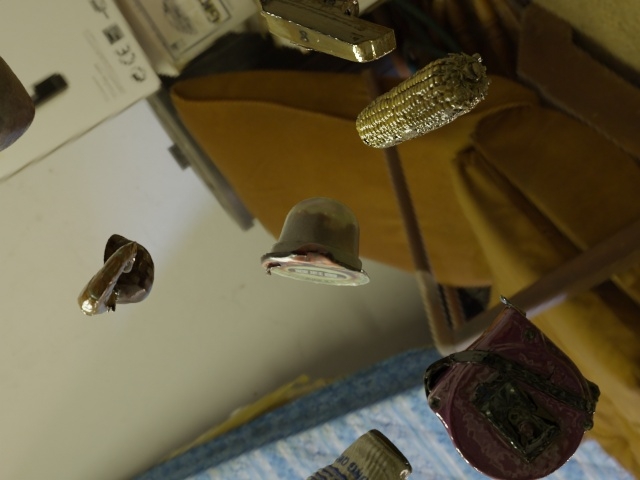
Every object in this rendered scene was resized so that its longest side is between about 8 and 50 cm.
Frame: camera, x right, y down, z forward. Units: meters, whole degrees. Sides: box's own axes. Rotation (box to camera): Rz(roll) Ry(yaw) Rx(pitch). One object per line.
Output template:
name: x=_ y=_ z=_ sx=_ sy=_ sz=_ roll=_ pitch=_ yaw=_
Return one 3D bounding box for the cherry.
cherry: x=-0.363 y=-0.174 z=0.929 sx=0.115 sy=0.148 sz=0.188 roll=4 pitch=89 yaw=56

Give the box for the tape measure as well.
tape measure: x=0.289 y=0.243 z=1.364 sx=0.245 sy=0.231 sz=0.149 roll=42 pitch=-178 yaw=7

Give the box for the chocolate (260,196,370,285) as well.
chocolate: x=-0.004 y=-0.005 z=1.593 sx=0.221 sy=0.221 sz=0.147 roll=108 pitch=167 yaw=-81

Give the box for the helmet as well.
helmet: x=-0.288 y=0.047 z=1.352 sx=0.123 sy=0.070 sz=0.098 roll=105 pitch=172 yaw=-57

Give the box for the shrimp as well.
shrimp: x=-0.243 y=0.043 z=1.015 sx=0.045 sy=0.095 sz=0.162 roll=21 pitch=165 yaw=-9

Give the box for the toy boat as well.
toy boat: x=0.006 y=-0.311 z=1.239 sx=0.226 sy=0.088 sz=0.068 roll=24 pitch=155 yaw=25

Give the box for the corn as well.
corn: x=0.180 y=-0.243 z=1.591 sx=0.115 sy=0.115 sz=0.317 roll=55 pitch=148 yaw=-9

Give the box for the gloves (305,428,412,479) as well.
gloves: x=0.001 y=0.297 z=0.934 sx=0.119 sy=0.229 sz=0.097 roll=36 pitch=179 yaw=42
